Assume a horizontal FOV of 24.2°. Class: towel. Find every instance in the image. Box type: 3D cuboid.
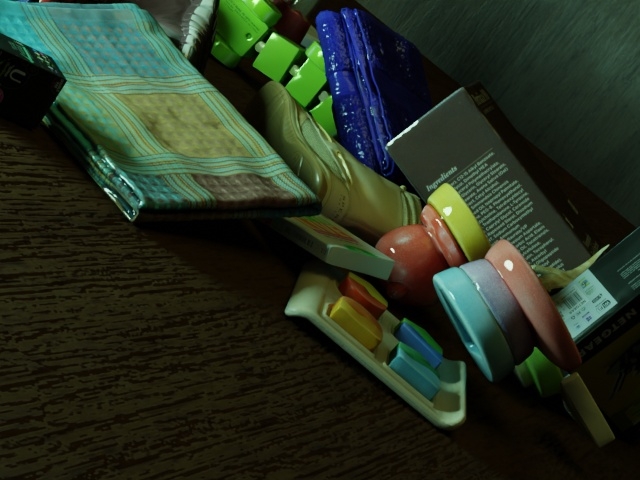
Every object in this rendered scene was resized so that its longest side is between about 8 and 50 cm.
[{"bbox_3d":[-0.192,-0.145,1.573,0.271,0.040,0.370,-4,42,-47],"label":"towel"},{"bbox_3d":[0.106,-0.178,2.148,0.227,0.076,0.308,20,50,-45],"label":"towel"}]

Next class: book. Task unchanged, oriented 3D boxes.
[{"bbox_3d":[0.000,0.000,1.630,0.096,0.035,0.144,16,11,-42],"label":"book"}]

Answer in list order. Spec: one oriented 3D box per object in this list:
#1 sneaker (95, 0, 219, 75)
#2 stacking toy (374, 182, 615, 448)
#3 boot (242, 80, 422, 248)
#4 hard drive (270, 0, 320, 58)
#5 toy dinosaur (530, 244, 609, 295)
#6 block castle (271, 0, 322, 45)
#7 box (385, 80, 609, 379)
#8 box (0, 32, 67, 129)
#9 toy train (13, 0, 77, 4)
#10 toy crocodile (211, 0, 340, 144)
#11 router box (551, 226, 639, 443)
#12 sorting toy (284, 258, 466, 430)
[{"bbox_3d":[-0.222,-0.241,1.849,0.162,0.106,0.281,10,29,-1],"label":"sneaker"},{"bbox_3d":[0.180,0.109,1.671,0.280,0.130,0.309,61,-3,-22],"label":"stacking toy"},{"bbox_3d":[0.017,-0.083,1.859,0.203,0.095,0.262,26,20,-35],"label":"boot"},{"bbox_3d":[-0.107,-0.441,2.779,0.203,0.040,0.307,21,21,-46],"label":"hard drive"},{"bbox_3d":[0.282,0.051,1.815,0.092,0.053,0.183,-6,9,38],"label":"toy dinosaur"},{"bbox_3d":[-0.205,-0.520,2.482,0.453,0.213,0.303,49,15,32],"label":"block castle"},{"bbox_3d":[0.261,-0.020,1.970,0.381,0.143,0.191,51,15,0],"label":"box"},{"bbox_3d":[-0.297,-0.156,1.424,0.083,0.062,0.052,24,18,-41],"label":"box"},{"bbox_3d":[-0.332,-0.342,1.753,0.105,0.143,0.248,36,14,-2],"label":"toy train"},{"bbox_3d":[-0.066,-0.278,2.237,0.340,0.115,0.105,41,10,7],"label":"toy crocodile"},{"bbox_3d":[0.431,0.078,1.795,0.243,0.309,0.081,44,8,-44],"label":"router box"},{"bbox_3d":[0.065,0.097,1.532,0.208,0.038,0.193,36,15,-4],"label":"sorting toy"}]
